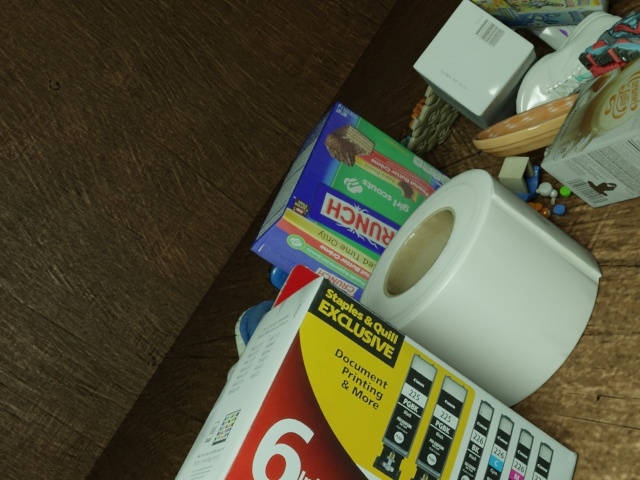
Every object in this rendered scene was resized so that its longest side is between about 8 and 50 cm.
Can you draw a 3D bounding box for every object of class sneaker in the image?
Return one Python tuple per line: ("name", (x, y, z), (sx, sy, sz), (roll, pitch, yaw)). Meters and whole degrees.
("sneaker", (-0.089, 0.215, 1.694), (0.147, 0.130, 0.330), (-36, 22, 14))
("sneaker", (0.389, -0.259, 1.279), (0.212, 0.080, 0.094), (-52, 26, 9))
("sneaker", (0.426, -0.257, 1.073), (0.125, 0.104, 0.262), (-50, 14, 9))

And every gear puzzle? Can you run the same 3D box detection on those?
("gear puzzle", (0.231, -0.293, 1.570), (0.175, 0.044, 0.339), (-33, -25, -37))

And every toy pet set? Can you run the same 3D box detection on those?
("toy pet set", (0.308, -0.073, 1.167), (0.114, 0.065, 0.122), (8, 60, 35))

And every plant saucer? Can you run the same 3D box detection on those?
("plant saucer", (0.317, -0.164, 1.193), (0.200, 0.037, 0.200), (-22, 11, 4))

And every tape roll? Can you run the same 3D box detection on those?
("tape roll", (0.180, 0.059, 0.995), (0.246, 0.169, 0.246), (-51, 13, 17))

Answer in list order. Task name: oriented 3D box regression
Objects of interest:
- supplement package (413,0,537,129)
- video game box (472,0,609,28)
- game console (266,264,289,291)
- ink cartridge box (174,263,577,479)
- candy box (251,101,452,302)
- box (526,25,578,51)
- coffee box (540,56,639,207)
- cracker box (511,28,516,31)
("supplement package", (0.267, -0.277, 1.384), (0.134, 0.139, 0.244), (-52, -14, 10))
("video game box", (0.352, -0.382, 1.321), (0.205, 0.187, 0.048), (-1, -89, -66))
("game console", (0.000, 0.000, 1.775), (0.173, 0.250, 0.293), (22, 76, 49))
("ink cartridge box", (0.068, 0.185, 0.765), (0.130, 0.309, 0.271), (-35, 24, 54))
("candy box", (0.066, -0.047, 1.430), (0.122, 0.268, 0.317), (-46, 16, 46))
("box", (0.416, -0.415, 1.570), (0.063, 0.067, 0.324), (-50, 15, 18))
("coffee box", (0.381, -0.136, 0.933), (0.141, 0.098, 0.246), (-59, 14, -19))
("cracker box", (0.380, -0.482, 1.848), (0.232, 0.067, 0.155), (-51, 14, 11))
